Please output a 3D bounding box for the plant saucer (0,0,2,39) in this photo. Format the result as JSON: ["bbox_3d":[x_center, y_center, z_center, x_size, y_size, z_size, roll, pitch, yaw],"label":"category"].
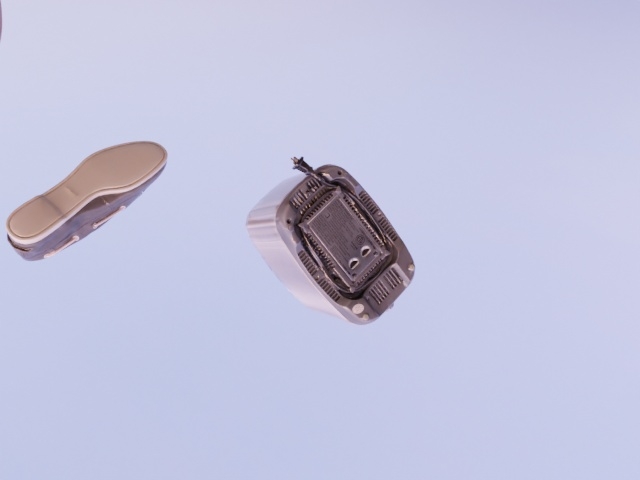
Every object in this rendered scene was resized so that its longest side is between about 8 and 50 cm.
[{"bbox_3d":[-0.378,-0.262,0.815,0.037,0.200,0.200,-5,-151,0],"label":"plant saucer"}]

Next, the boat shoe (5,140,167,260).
[{"bbox_3d":[-0.434,-0.078,1.484,0.335,0.096,0.112,-36,-110,-26],"label":"boat shoe"}]

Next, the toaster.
[{"bbox_3d":[0.000,0.000,0.983,0.129,0.227,0.146,-46,-162,-21],"label":"toaster"}]
